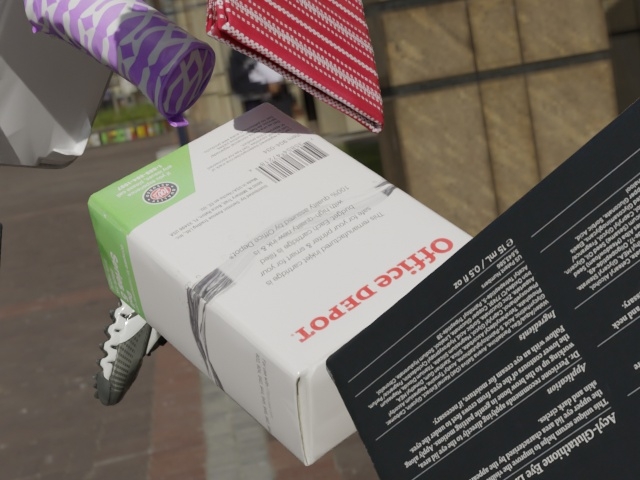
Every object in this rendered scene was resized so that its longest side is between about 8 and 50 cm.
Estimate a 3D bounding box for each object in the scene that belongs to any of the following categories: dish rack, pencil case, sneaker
[{"bbox_3d":[-0.334,-0.233,1.392,0.072,0.332,0.285,29,13,22],"label":"dish rack"},{"bbox_3d":[-0.199,-0.198,1.104,0.206,0.088,0.086,34,22,22],"label":"pencil case"},{"bbox_3d":[-0.164,0.071,1.199,0.106,0.234,0.078,21,-10,-6],"label":"sneaker"}]

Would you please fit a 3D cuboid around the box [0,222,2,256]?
[{"bbox_3d":[-0.464,0.014,1.341,0.093,0.156,0.158,-27,46,17],"label":"box"}]

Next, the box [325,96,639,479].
[{"bbox_3d":[0.150,0.063,0.514,0.103,0.184,0.261,13,-46,-46],"label":"box"}]

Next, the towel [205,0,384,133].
[{"bbox_3d":[-0.032,-0.235,0.977,0.031,0.274,0.199,-33,-40,31],"label":"towel"}]

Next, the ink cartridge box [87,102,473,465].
[{"bbox_3d":[-0.027,0.024,0.927,0.198,0.114,0.273,-31,49,-28],"label":"ink cartridge box"}]
